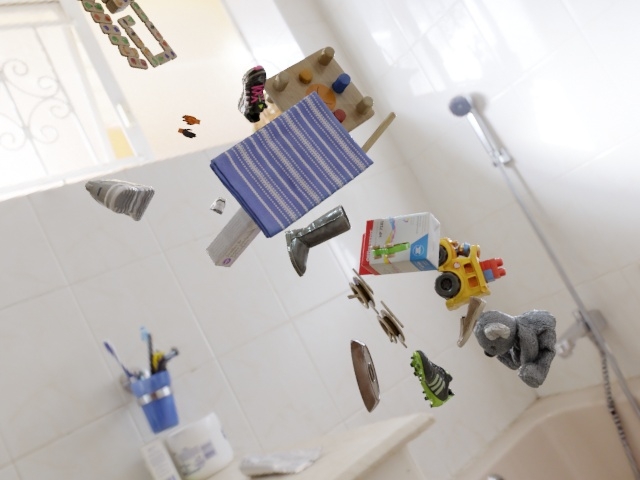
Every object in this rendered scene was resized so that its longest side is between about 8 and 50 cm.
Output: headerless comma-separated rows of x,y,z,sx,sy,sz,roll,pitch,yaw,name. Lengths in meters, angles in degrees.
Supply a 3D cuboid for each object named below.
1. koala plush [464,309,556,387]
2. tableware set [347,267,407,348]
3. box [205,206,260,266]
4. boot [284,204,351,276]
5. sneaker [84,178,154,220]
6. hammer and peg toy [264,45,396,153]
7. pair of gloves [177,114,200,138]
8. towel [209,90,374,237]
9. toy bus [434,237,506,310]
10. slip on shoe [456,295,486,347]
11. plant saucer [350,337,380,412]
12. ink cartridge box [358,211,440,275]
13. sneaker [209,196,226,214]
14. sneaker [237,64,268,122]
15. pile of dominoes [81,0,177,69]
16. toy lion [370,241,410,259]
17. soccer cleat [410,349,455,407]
0.517,0.260,1.684,0.196,0.221,0.203,-126,58,-78,koala plush
0.119,0.161,1.371,0.039,0.194,0.128,-34,-33,-10,tableware set
-0.184,-0.061,1.636,0.324,0.067,0.063,-48,-28,19,box
0.000,0.000,1.891,0.208,0.190,0.076,-19,-30,7,boot
-0.540,-0.128,1.659,0.105,0.115,0.281,-63,-4,-4,sneaker
0.035,-0.365,1.755,0.266,0.361,0.127,-39,0,-28,hammer and peg toy
-0.490,-0.425,2.271,0.010,0.074,0.083,-80,9,-74,pair of gloves
-0.069,-0.188,1.471,0.336,0.243,0.040,-37,-6,-15,towel
0.439,0.079,1.829,0.211,0.220,0.149,-21,-18,18,toy bus
0.370,0.205,1.537,0.135,0.041,0.051,-66,-8,14,slip on shoe
0.103,0.298,1.361,0.029,0.168,0.168,-15,-5,10,plant saucer
0.190,0.013,1.592,0.231,0.134,0.078,-8,-27,32,ink cartridge box
-0.288,-0.100,1.736,0.044,0.040,0.109,-68,19,-7,sneaker
-0.158,-0.355,1.499,0.063,0.075,0.170,-21,-22,-30,sneaker
-0.479,-0.551,1.532,0.040,0.251,0.196,-28,17,32,pile of dominoes
0.176,0.019,1.454,0.096,0.034,0.100,-12,1,-24,toy lion
0.247,0.294,1.334,0.072,0.179,0.060,-29,35,-7,soccer cleat
